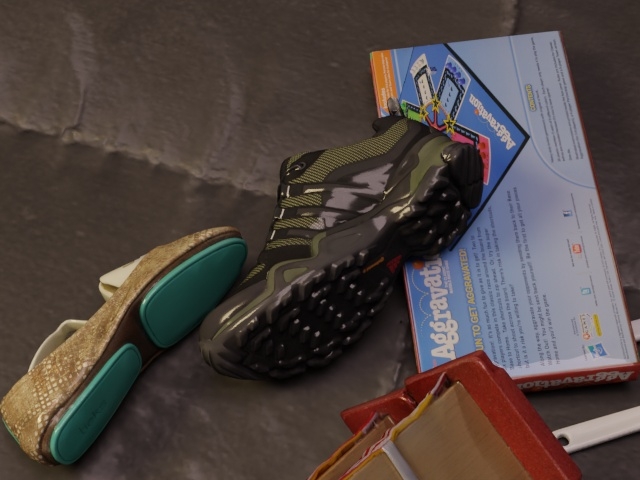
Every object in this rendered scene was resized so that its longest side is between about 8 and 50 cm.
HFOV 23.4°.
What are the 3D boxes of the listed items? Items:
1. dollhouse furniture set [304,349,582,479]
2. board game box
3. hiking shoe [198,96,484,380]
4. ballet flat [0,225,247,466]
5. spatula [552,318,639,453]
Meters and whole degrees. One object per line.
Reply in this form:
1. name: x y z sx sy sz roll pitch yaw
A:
1. dollhouse furniture set: 0.097 0.274 0.844 0.201 0.152 0.374 -35 89 -37
2. board game box: 0.122 -0.024 1.077 0.145 0.027 0.281 -6 58 -1
3. hiking shoe: 0.000 0.000 1.033 0.227 0.086 0.114 -39 47 -13
4. ballet flat: -0.133 0.055 1.008 0.067 0.073 0.206 25 56 29
5. spatula: 0.251 0.102 1.019 0.242 0.019 0.168 -15 61 -6
